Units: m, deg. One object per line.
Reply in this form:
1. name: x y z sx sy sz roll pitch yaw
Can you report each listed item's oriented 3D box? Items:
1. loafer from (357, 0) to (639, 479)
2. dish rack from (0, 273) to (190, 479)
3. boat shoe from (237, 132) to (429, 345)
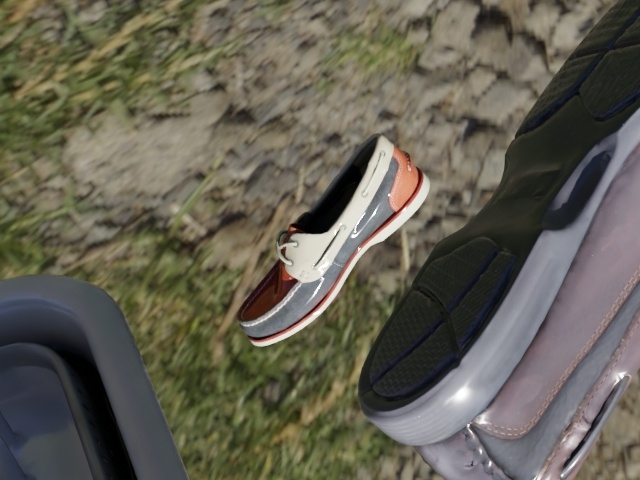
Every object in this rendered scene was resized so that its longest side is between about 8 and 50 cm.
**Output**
1. loafer: 0.135 -0.017 0.765 0.095 0.109 0.302 44 73 -22
2. dish rack: -0.187 0.166 0.578 0.333 0.285 0.072 -24 130 -4
3. boat shoe: 0.000 0.000 0.965 0.137 0.049 0.043 -45 125 6
